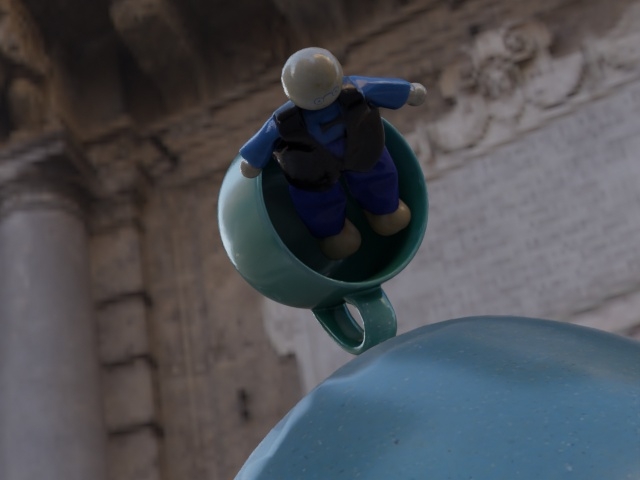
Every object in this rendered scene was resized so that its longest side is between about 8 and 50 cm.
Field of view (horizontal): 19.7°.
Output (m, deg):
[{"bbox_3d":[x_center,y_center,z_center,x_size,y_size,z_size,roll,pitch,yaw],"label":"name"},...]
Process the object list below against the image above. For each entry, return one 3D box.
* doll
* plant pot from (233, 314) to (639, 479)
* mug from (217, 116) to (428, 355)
[{"bbox_3d":[0.012,-0.062,1.166,0.129,0.046,0.189,-26,-33,-2],"label":"doll"},{"bbox_3d":[0.117,0.173,0.582,0.290,0.290,0.195,26,-14,-36],"label":"plant pot"},{"bbox_3d":[-0.007,-0.007,1.247,0.129,0.158,0.097,21,-24,-21],"label":"mug"}]
